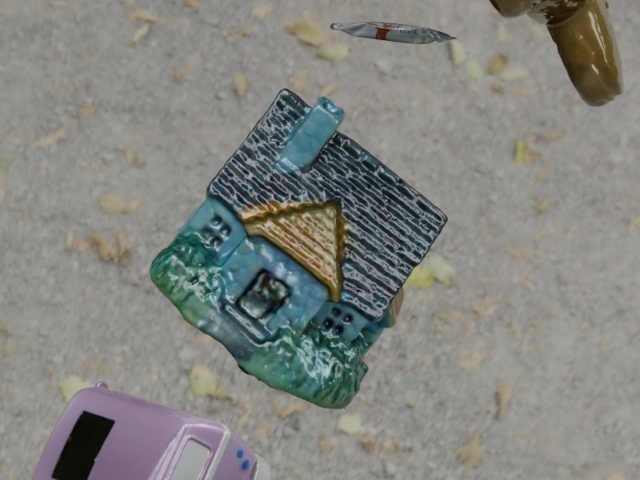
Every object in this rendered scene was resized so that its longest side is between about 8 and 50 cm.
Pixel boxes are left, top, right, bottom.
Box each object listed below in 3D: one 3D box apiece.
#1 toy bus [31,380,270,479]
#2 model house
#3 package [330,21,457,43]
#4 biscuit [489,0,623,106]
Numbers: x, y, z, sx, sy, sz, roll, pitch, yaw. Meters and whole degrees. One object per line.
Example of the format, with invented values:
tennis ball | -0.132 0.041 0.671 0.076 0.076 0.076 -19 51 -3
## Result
toy bus | -0.166 0.220 1.192 0.202 0.142 0.142 8 69 42
model house | 0.000 0.000 1.363 0.261 0.241 0.226 37 23 -5
package | 0.064 -0.185 1.133 0.110 0.015 0.037 11 21 27
biscuit | 0.185 -0.329 1.174 0.394 0.076 0.368 22 50 -61
